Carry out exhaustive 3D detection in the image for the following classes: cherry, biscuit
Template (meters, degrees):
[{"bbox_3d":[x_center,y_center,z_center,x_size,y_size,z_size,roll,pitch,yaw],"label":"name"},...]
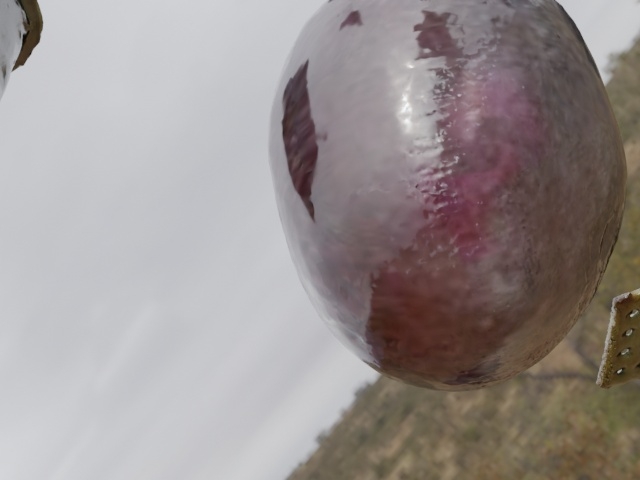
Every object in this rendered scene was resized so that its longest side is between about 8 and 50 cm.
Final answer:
[{"bbox_3d":[0.049,-0.020,0.518,0.176,0.140,0.176,-1,-90,-67],"label":"cherry"},{"bbox_3d":[0.328,0.061,1.076,0.203,0.016,0.144,-15,-39,-11],"label":"biscuit"}]

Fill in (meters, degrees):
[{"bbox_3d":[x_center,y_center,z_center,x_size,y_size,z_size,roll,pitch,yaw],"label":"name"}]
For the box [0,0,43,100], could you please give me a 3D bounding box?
[{"bbox_3d":[-0.282,-0.077,0.623,0.274,0.138,0.178,-20,29,3],"label":"box"}]
